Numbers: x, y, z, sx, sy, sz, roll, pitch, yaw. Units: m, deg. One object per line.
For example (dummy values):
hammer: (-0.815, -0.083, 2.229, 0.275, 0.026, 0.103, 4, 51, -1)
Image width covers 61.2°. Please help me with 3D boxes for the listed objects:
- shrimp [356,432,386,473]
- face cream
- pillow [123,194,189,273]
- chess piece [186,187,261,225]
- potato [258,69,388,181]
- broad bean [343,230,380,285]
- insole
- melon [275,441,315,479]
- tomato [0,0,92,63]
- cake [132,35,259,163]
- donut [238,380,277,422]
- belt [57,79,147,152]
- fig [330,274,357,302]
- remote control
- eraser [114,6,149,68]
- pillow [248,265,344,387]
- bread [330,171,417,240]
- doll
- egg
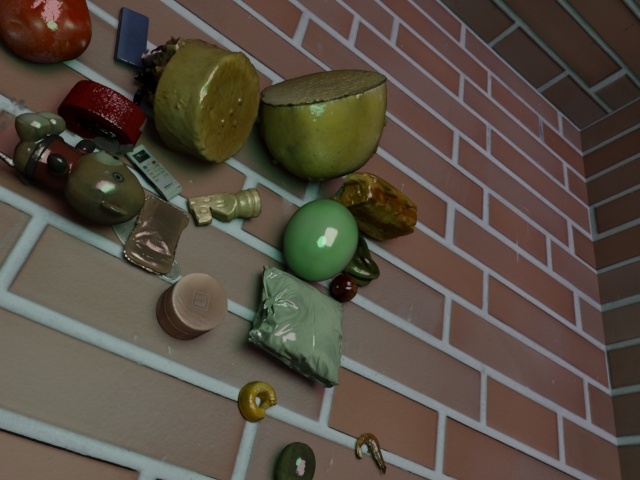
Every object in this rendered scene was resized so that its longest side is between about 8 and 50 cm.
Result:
shrimp: (0.147, 0.620, 1.556, 0.091, 0.025, 0.127, -21, 78, -43)
face cream: (-0.321, 0.166, 1.354, 0.149, 0.104, 0.149, 18, 58, -32)
pillow: (-0.424, -0.016, 1.409, 0.135, 0.034, 0.211, 34, 48, -28)
chess piece: (-0.277, -0.096, 1.552, 0.201, 0.090, 0.090, -11, 75, -31)
potato: (0.009, -0.357, 1.763, 0.442, 0.386, 0.319, -27, 122, -37)
broad bean: (0.116, 0.053, 1.803, 0.153, 0.072, 0.206, -2, 57, -43)
insole: (-0.452, 0.015, 1.395, 0.232, 0.003, 0.080, 47, 47, -10)
melon: (-0.063, 0.574, 1.359, 0.098, 0.098, 0.130, 34, 54, -21)
tomato: (-0.695, -0.561, 1.366, 0.232, 0.189, 0.231, 16, 61, -31)
cake: (-0.375, -0.408, 1.521, 0.321, 0.332, 0.332, 23, 44, 19)
donut: (-0.161, 0.412, 1.403, 0.097, 0.043, 0.108, 50, 42, -8)
belt: (-0.555, -0.324, 1.400, 0.201, 0.128, 0.124, 30, 53, -23)
fig: (0.088, 0.158, 1.717, 0.125, 0.089, 0.088, 25, 52, -53)
remote control: (-0.455, -0.183, 1.477, 0.166, 0.029, 0.065, 47, 48, -3)
eraser: (-0.557, -0.600, 1.602, 0.082, 0.036, 0.224, 14, 60, -34)
pillow: (-0.058, 0.227, 1.518, 0.310, 0.138, 0.283, 34, 42, -23)
bread: (0.183, -0.119, 1.814, 0.344, 0.195, 0.148, 28, 56, -47)
doll: (-0.572, -0.156, 1.270, 0.330, 0.235, 0.174, 34, 93, -12)
egg: (0.000, 0.000, 1.620, 0.220, 0.220, 0.269, 34, 52, -21)
